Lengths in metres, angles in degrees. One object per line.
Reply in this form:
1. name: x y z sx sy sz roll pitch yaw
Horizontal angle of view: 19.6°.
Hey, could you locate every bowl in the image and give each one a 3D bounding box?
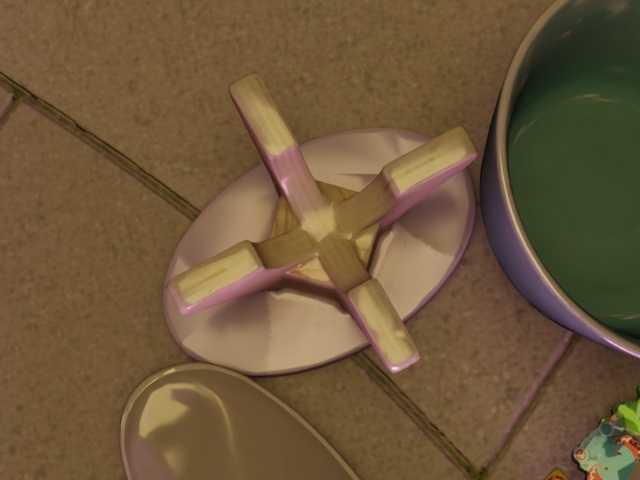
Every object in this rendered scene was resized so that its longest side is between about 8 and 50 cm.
1. bowl: 0.245 -0.041 1.422 0.312 0.163 0.311 5 76 -19

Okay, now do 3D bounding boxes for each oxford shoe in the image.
1. oxford shoe: -0.005 0.284 1.415 0.169 0.130 0.449 -32 82 -1

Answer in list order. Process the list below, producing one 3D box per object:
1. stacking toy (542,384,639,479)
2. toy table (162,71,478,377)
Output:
1. stacking toy: 0.194 0.193 1.407 0.052 0.167 0.221 44 84 9
2. toy table: 0.000 0.000 1.453 0.274 0.161 0.252 -40 81 -6
